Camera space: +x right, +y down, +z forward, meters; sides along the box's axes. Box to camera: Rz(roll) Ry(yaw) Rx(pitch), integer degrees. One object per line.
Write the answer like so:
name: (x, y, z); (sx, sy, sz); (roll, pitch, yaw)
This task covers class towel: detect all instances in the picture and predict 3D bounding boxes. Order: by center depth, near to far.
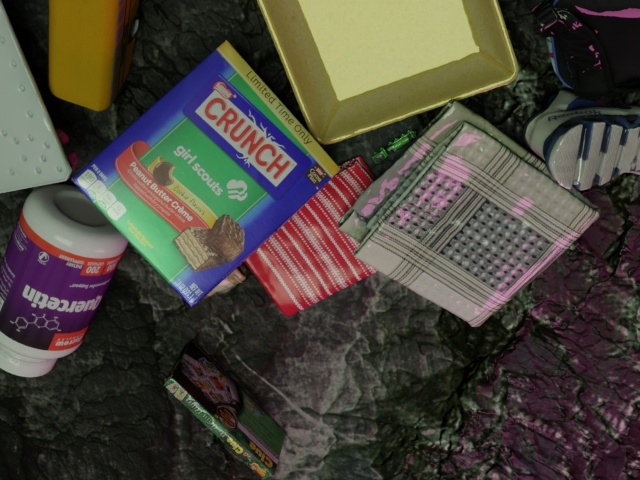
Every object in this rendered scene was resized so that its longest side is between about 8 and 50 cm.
towel: (0.230, -0.028, 1.505); (0.324, 0.056, 0.312); (33, 123, -15)
towel: (0.000, 0.000, 1.603); (0.274, 0.031, 0.199); (-28, 108, 18)

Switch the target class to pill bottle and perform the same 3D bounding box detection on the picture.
pill bottle: (-0.463, 0.075, 1.617); (0.181, 0.181, 0.323); (27, 114, -4)

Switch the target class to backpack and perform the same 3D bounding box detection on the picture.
backpack: (0.425, -0.317, 1.294); (0.276, 0.213, 0.263); (3, 153, 14)

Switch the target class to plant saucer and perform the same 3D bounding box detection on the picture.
plant saucer: (0.091, -0.351, 1.411); (0.332, 0.081, 0.333); (-17, 110, 15)

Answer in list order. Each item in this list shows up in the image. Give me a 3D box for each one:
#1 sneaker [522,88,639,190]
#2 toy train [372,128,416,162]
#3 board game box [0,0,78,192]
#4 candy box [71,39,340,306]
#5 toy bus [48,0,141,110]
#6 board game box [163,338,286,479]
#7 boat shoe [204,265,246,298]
sneaker: (0.435, -0.166, 1.422); (0.315, 0.182, 0.128); (-2, 119, -23)
toy train: (0.119, -0.152, 1.523); (0.083, 0.024, 0.017); (-32, 106, 20)
board game box: (-0.612, -0.257, 1.518); (0.389, 0.050, 0.390); (-7, 113, 26)
candy box: (-0.172, -0.100, 1.459); (0.317, 0.122, 0.268); (-43, 96, -6)
toy bus: (-0.333, -0.355, 1.389); (0.108, 0.130, 0.333); (20, 143, -2)
board game box: (-0.168, 0.306, 1.701); (0.030, 0.136, 0.260); (-39, 103, 19)
boat shoe: (-0.217, -0.042, 1.581); (0.089, 0.105, 0.285); (-20, 113, 6)
